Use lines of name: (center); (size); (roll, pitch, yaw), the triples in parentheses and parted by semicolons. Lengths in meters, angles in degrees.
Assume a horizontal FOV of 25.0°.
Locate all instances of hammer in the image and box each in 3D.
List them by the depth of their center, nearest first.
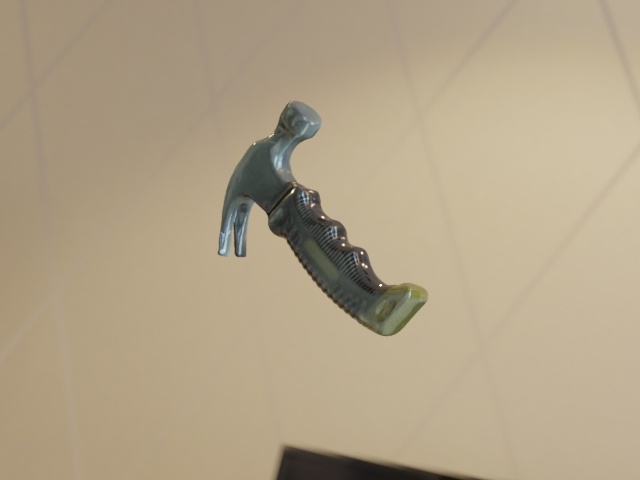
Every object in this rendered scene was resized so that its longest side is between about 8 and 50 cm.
hammer: (0.000, 0.000, 1.307); (0.226, 0.159, 0.041); (47, 25, 26)
